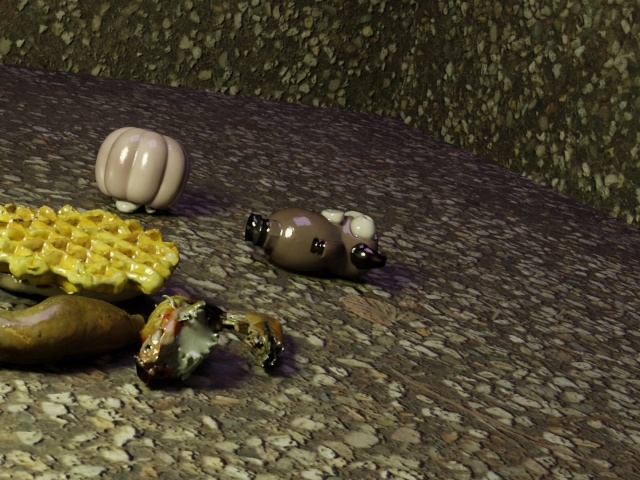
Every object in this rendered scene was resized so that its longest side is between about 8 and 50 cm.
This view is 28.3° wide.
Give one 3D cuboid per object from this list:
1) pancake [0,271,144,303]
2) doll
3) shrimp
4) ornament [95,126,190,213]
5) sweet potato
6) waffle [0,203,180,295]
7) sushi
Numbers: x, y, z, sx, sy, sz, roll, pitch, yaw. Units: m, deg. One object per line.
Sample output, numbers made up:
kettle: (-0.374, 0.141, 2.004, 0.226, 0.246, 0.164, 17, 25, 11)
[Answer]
pancake: (-0.382, 0.035, 1.898, 0.282, 0.049, 0.282, 11, 17, -3)
doll: (-0.002, 0.002, 2.243, 0.257, 0.117, 0.182, 6, 10, -18)
shrimp: (-0.120, 0.127, 1.784, 0.152, 0.046, 0.219, 10, 10, -14)
ornament: (-0.338, -0.127, 2.394, 0.177, 0.178, 0.177, 12, 14, -3)
sweet potato: (-0.325, 0.106, 1.604, 0.112, 0.085, 0.285, 18, 14, 39)
waffle: (-0.357, 0.009, 1.821, 0.311, 0.060, 0.307, 10, 16, -17)
sushi: (-0.181, 0.118, 1.657, 0.103, 0.097, 0.226, 15, 16, -4)
